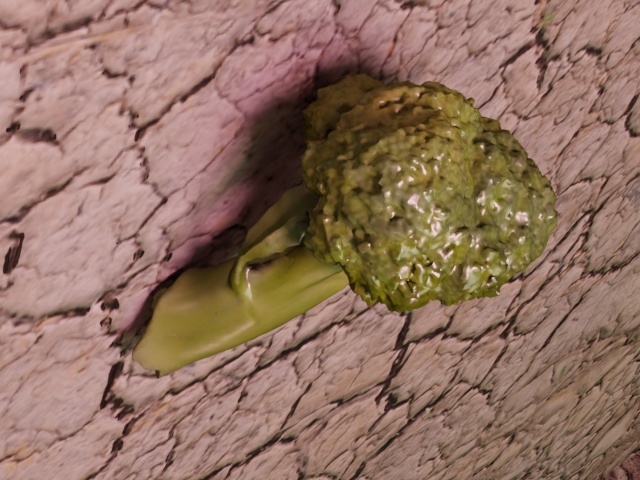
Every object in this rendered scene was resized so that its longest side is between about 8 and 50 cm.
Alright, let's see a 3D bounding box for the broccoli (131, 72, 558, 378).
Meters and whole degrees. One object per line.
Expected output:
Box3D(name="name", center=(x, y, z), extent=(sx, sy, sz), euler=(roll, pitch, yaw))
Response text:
Box3D(name="broccoli", center=(0.023, -0.026, 0.965), extent=(0.302, 0.186, 0.254), euler=(-10, -172, 43))
